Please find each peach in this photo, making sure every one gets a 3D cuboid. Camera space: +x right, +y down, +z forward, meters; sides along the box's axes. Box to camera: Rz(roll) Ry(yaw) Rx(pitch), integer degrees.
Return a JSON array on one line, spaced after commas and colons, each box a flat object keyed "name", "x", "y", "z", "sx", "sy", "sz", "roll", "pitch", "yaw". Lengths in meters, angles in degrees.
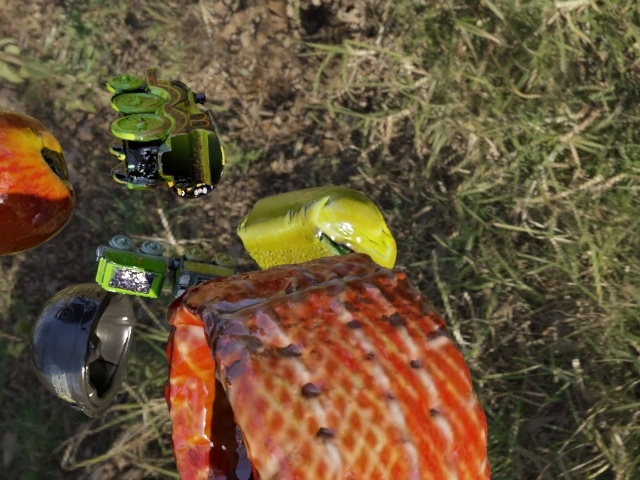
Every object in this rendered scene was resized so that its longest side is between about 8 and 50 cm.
[{"name": "peach", "x": -0.549, "y": -0.088, "z": 1.277, "sx": 0.281, "sy": 0.281, "sz": 0.238, "roll": -35, "pitch": 55, "yaw": 28}]

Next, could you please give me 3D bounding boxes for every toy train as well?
[{"name": "toy train", "x": -0.236, "y": -0.171, "z": 1.159, "sx": 0.296, "sy": 0.160, "sz": 0.100, "roll": -117, "pitch": 25, "yaw": -54}, {"name": "toy train", "x": -0.209, "y": 0.044, "z": 1.083, "sx": 0.081, "sy": 0.202, "sz": 0.060, "roll": -105, "pitch": 30, "yaw": -53}]

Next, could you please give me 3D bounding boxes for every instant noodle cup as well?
[{"name": "instant noodle cup", "x": -0.309, "y": -0.183, "z": 1.763, "sx": 0.122, "sy": 0.151, "sz": 0.151, "roll": 30, "pitch": 102, "yaw": 40}]

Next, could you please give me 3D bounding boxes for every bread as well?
[{"name": "bread", "x": 0.000, "y": 0.000, "z": 1.691, "sx": 0.376, "sy": 0.208, "sz": 0.251, "roll": -3, "pitch": 120, "yaw": 61}]

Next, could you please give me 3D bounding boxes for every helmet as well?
[{"name": "helmet", "x": -0.464, "y": 0.199, "z": 1.496, "sx": 0.160, "sy": 0.230, "sz": 0.279, "roll": 13, "pitch": 130, "yaw": 3}]

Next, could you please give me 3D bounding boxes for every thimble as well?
[{"name": "thimble", "x": -0.007, "y": 0.192, "z": 0.760, "sx": 0.350, "sy": 0.230, "sz": 0.350, "roll": 33, "pitch": 128, "yaw": 55}]
